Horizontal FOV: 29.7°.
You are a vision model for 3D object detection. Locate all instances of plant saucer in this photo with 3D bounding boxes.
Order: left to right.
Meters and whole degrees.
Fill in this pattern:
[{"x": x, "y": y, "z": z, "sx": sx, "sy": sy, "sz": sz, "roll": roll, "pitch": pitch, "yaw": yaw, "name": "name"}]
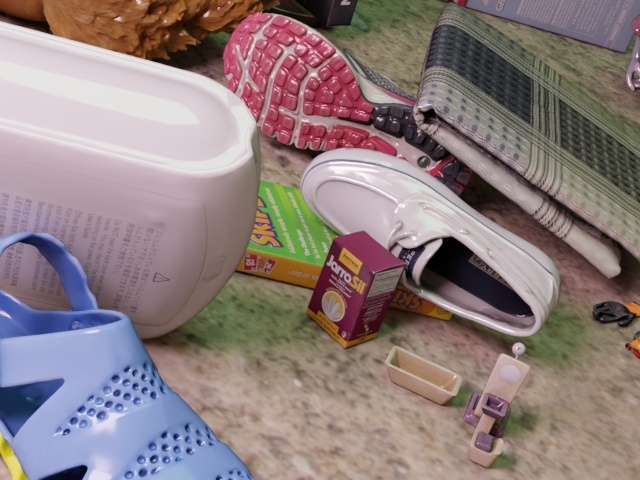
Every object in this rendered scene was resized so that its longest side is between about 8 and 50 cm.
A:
[{"x": -0.052, "y": -0.334, "z": 1.657, "sx": 0.168, "sy": 0.029, "sz": 0.168, "roll": 15, "pitch": 31, "yaw": -9, "name": "plant saucer"}]

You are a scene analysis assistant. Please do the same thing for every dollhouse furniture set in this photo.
[{"x": 0.110, "y": 0.110, "z": 0.982, "sx": 0.114, "sy": 0.081, "sz": 0.091, "roll": 24, "pitch": 30, "yaw": 8, "name": "dollhouse furniture set"}]

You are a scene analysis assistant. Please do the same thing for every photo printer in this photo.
[{"x": -0.201, "y": -0.038, "z": 0.875, "sx": 0.308, "sy": 0.256, "sz": 0.107, "roll": 13, "pitch": 54, "yaw": -11, "name": "photo printer"}]

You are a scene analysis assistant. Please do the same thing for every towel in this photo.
[{"x": 0.244, "y": -0.109, "z": 1.319, "sx": 0.324, "sy": 0.056, "sz": 0.312, "roll": 33, "pitch": 30, "yaw": -9, "name": "towel"}]

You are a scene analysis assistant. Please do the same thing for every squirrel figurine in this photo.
[{"x": -0.231, "y": -0.357, "z": 1.421, "sx": 0.397, "sy": 0.281, "sz": 0.370, "roll": 46, "pitch": 24, "yaw": 11, "name": "squirrel figurine"}]

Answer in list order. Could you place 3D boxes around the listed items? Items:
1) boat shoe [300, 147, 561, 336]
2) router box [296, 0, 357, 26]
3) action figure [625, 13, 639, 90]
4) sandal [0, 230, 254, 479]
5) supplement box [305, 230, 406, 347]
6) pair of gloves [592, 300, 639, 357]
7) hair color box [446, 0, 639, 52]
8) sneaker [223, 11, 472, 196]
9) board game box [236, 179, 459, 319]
[{"x": 0.093, "y": 0.001, "z": 1.075, "sx": 0.258, "sy": 0.095, "sz": 0.084, "roll": 25, "pitch": 29, "yaw": 8, "name": "boat shoe"}, {"x": 0.010, "y": -0.388, "z": 1.574, "sx": 0.046, "sy": 0.179, "sz": 0.133, "roll": -11, "pitch": 43, "yaw": -38, "name": "router box"}, {"x": 0.598, "y": -0.312, "z": 1.750, "sx": 0.370, "sy": 0.275, "sz": 0.248, "roll": 30, "pitch": -1, "yaw": -43, "name": "action figure"}, {"x": -0.151, "y": 0.105, "z": 0.786, "sx": 0.317, "sy": 0.138, "sz": 0.126, "roll": 35, "pitch": 31, "yaw": 20, "name": "sandal"}, {"x": 0.030, "y": 0.042, "z": 1.042, "sx": 0.043, "sy": 0.083, "sz": 0.055, "roll": -13, "pitch": 43, "yaw": -44, "name": "supplement box"}, {"x": 0.317, "y": 0.086, "z": 1.213, "sx": 0.074, "sy": 0.010, "sz": 0.083, "roll": -7, "pitch": 39, "yaw": -38, "name": "pair of gloves"}, {"x": 0.329, "y": -0.438, "z": 1.966, "sx": 0.375, "sy": 0.113, "sz": 0.185, "roll": 14, "pitch": 31, "yaw": -10, "name": "hair color box"}, {"x": 0.027, "y": -0.137, "z": 1.308, "sx": 0.299, "sy": 0.121, "sz": 0.112, "roll": 35, "pitch": 14, "yaw": -1, "name": "sneaker"}, {"x": 0.000, "y": 0.000, "z": 1.140, "sx": 0.259, "sy": 0.039, "sz": 0.124, "roll": 16, "pitch": 32, "yaw": -13, "name": "board game box"}]
